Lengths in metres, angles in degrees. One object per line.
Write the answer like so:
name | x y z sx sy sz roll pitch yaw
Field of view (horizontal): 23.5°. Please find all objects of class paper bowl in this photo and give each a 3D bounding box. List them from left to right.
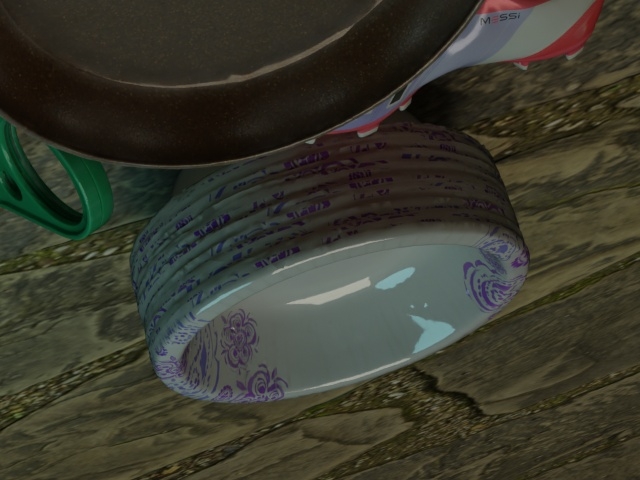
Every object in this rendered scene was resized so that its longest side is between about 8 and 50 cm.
paper bowl | 0.000 0.000 1.133 0.284 0.148 0.284 -13 156 -6

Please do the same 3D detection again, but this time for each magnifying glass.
magnifying glass | -0.191 -0.037 0.962 0.026 0.092 0.231 -40 -165 -28

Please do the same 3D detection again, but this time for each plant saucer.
plant saucer | -0.047 -0.160 0.794 0.310 0.050 0.311 -13 143 -10

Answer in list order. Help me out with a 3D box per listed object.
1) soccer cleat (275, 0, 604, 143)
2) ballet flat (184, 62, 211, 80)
soccer cleat | 0.065 -0.135 0.956 0.248 0.083 0.095 -17 141 -14
ballet flat | -0.075 -0.114 0.933 0.070 0.070 0.188 -18 157 4
